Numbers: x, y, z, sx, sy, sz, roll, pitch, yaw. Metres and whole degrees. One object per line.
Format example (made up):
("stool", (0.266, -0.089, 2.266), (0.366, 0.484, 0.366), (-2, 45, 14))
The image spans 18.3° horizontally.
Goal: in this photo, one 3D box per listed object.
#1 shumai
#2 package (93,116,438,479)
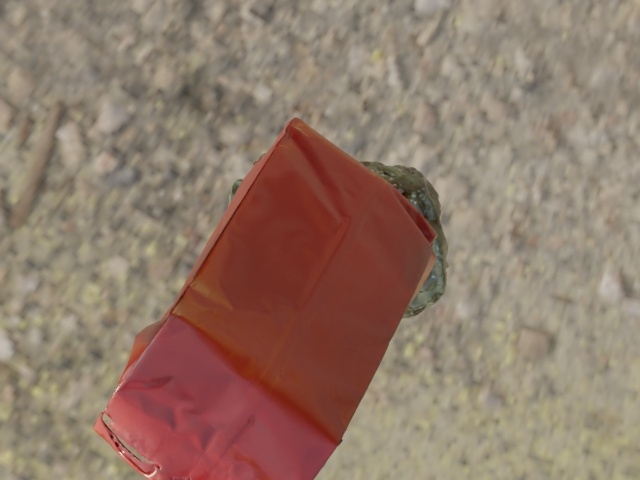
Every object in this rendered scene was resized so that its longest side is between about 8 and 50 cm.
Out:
("shumai", (0.002, 0.000, 2.198), (0.256, 0.218, 0.189), (-2, 88, 49))
("package", (-0.033, 0.066, 1.764), (0.196, 0.423, 0.123), (36, 132, -4))
